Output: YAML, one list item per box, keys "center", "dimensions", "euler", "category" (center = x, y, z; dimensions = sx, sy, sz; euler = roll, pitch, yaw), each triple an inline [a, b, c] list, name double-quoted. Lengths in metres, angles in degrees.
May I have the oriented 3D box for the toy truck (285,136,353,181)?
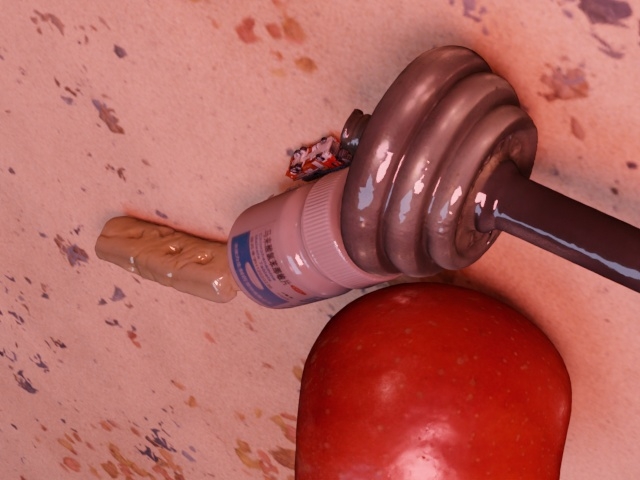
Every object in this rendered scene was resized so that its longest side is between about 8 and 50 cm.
- center: [0.000, -0.069, 1.108]
  dimensions: [0.032, 0.024, 0.083]
  euler: [31, 153, -23]
  category: "toy truck"

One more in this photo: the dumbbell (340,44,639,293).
- center: [0.186, 0.000, 0.856]
  dimensions: [0.406, 0.179, 0.179]
  euler: [27, 143, 25]
  category: "dumbbell"

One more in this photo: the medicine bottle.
- center: [0.000, 0.000, 1.112]
  dimensions: [0.105, 0.105, 0.168]
  euler: [53, 145, -13]
  category: "medicine bottle"

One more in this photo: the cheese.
- center: [-0.156, 0.018, 1.328]
  dimensions: [0.194, 0.065, 0.043]
  euler: [16, 144, 33]
  category: "cheese"

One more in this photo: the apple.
- center: [0.094, 0.164, 1.062]
  dimensions: [0.216, 0.260, 0.260]
  euler: [5, 136, 8]
  category: "apple"
